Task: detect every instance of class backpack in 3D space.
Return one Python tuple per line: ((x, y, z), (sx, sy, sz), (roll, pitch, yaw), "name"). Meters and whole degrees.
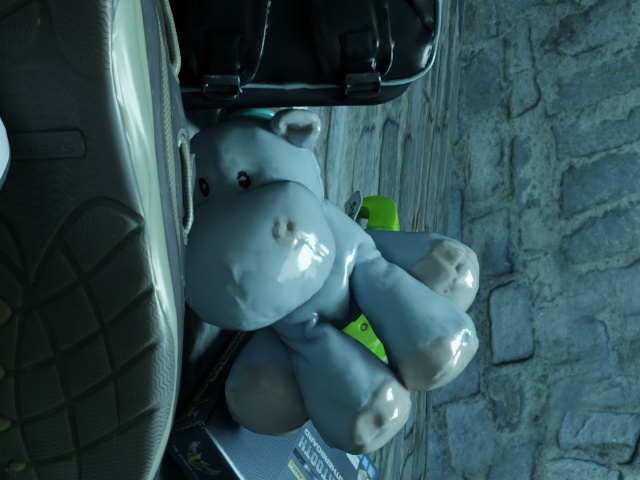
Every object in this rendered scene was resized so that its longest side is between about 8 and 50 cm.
((-0.029, -0.225, 0.543), (0.191, 0.225, 0.254), (-127, -146, -81), "backpack")

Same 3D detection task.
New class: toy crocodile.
((0.072, 0.089, 1.193), (0.115, 0.105, 0.341), (52, 50, -67), "toy crocodile")

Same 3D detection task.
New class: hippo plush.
((0.000, 0.000, 0.609), (0.237, 0.234, 0.294), (63, 20, -47), "hippo plush")

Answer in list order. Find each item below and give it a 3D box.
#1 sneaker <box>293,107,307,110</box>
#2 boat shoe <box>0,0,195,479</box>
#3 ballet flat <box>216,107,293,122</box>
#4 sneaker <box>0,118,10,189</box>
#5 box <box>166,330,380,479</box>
((-0.032, -0.181, 0.831), (0.061, 0.053, 0.152), (42, 55, -66), "sneaker")
((-0.121, -0.015, 0.436), (0.130, 0.132, 0.356), (-33, 126, -69), "boat shoe")
((-0.056, -0.111, 0.713), (0.213, 0.072, 0.068), (87, 6, -76), "ballet flat")
((-0.169, -0.059, 0.224), (0.145, 0.090, 0.270), (-49, 173, 22), "sneaker")
((-0.036, 0.215, 0.735), (0.233, 0.059, 0.183), (58, 29, -14), "box")
